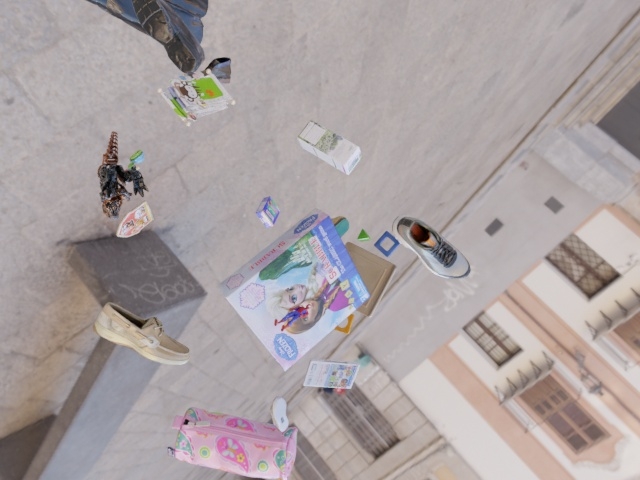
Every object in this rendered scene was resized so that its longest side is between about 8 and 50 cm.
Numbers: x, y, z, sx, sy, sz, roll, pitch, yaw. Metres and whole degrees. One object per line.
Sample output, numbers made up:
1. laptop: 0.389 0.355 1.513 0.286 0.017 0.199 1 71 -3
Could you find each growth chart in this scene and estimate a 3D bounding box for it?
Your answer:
1. growth chart: -0.375 -0.442 1.446 0.237 0.172 0.021 -42 176 -44

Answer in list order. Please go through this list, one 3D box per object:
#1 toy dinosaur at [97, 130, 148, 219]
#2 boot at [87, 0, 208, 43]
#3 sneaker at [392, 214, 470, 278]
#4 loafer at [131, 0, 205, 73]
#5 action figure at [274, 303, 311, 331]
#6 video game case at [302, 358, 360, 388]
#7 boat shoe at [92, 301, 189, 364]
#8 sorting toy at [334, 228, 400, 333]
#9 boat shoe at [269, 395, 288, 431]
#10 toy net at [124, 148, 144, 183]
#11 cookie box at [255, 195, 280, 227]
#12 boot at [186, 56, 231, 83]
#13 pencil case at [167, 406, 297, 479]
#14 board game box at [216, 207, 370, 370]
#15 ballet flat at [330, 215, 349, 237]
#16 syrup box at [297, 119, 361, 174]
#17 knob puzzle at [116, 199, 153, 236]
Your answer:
1. toy dinosaur: -0.789 -0.236 1.801 0.164 0.218 0.322 -31 125 -32
2. boot: -0.551 -0.840 1.462 0.444 0.146 0.367 14 94 -32
3. sneaker: 0.329 0.027 1.385 0.100 0.271 0.108 -55 -170 -5
4. loafer: -0.280 -0.394 0.879 0.062 0.170 0.061 -16 -147 28
5. action figure: -0.060 0.177 1.129 0.115 0.038 0.030 -24 137 -51
6. video game case: 0.026 0.320 1.141 0.121 0.011 0.087 8 122 -13
7. boat shoe: -0.528 0.285 1.452 0.098 0.302 0.109 -60 -162 3
8. sorting toy: 0.122 0.123 1.494 0.348 0.195 0.047 -62 152 -3
9. boat shoe: -0.092 0.361 1.004 0.035 0.035 0.100 -40 137 -35
10. toy net: -0.835 -0.304 2.053 0.122 0.045 0.232 -22 -146 21
11. cookie box: -0.229 -0.125 2.087 0.040 0.092 0.107 -13 -142 30
12. boot: -0.482 -0.741 2.060 0.219 0.082 0.106 -20 143 -41
13. pencil case: -0.196 0.466 1.096 0.124 0.283 0.124 9 90 -82
14. board game box: -0.052 0.133 1.232 0.318 0.066 0.319 -40 128 -13
15. ballet flat: 0.000 0.000 1.413 0.232 0.073 0.080 -38 124 -43
16. syrup box: 0.036 -0.360 1.840 0.093 0.236 0.096 -54 161 -7
17. knob puzzle: -0.872 -0.079 2.237 0.213 0.030 0.213 -48 167 -14
